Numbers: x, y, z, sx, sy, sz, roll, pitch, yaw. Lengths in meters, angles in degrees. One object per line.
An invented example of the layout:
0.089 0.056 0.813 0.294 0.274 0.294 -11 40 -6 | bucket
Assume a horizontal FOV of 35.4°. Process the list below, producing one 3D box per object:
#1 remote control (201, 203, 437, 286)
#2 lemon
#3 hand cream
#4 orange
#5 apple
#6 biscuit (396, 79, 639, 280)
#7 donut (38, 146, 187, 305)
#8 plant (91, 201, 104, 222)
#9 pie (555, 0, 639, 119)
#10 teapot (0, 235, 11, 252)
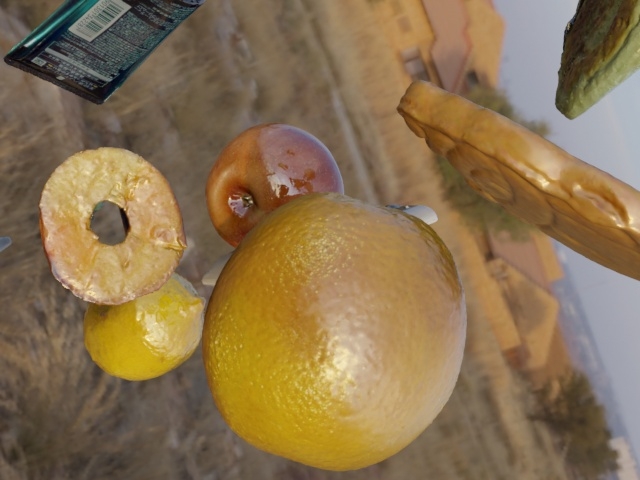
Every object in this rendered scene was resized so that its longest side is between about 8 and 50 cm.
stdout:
0.000 0.000 1.276 0.109 0.313 0.055 -2 -74 56 | remote control
-0.300 0.142 1.699 0.188 0.257 0.188 41 35 -37 | lemon
-0.200 -0.219 0.998 0.120 0.270 0.061 22 52 -37 | hand cream
0.012 0.076 0.843 0.236 0.236 0.236 -20 90 -78 | orange
-0.072 -0.068 1.452 0.162 0.201 0.201 -26 98 -48 | apple
0.238 -0.046 1.051 0.351 0.057 0.312 34 0 19 | biscuit
-0.257 -0.016 1.219 0.190 0.174 0.074 61 -16 -5 | donut
-0.404 -0.063 1.740 0.051 0.102 0.051 22 34 -16 | plant
0.331 -0.240 1.126 0.240 0.054 0.240 -160 -90 -82 | pie
-0.654 0.027 1.677 0.175 0.268 0.185 -142 -132 -65 | teapot
